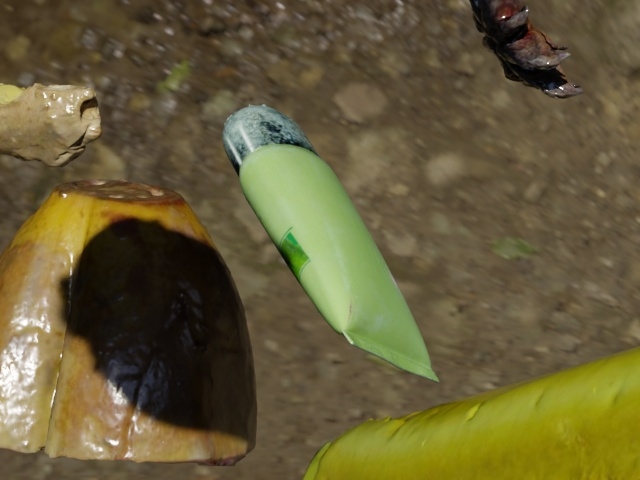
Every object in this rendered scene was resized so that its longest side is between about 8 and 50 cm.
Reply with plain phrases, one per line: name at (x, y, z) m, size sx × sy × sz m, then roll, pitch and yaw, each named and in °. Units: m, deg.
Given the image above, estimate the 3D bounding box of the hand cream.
hand cream at (0.000, 0.000, 1.000) m, size 0.046 × 0.095 × 0.175 m, roll -37°, pitch 59°, yaw 15°

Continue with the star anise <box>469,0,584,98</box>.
star anise at (0.149, -0.161, 1.444) m, size 0.042 × 0.141 × 0.141 m, roll -33°, pitch 74°, yaw -2°

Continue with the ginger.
ginger at (-0.250, -0.097, 1.459) m, size 0.173 × 0.051 × 0.069 m, roll 7°, pitch 119°, yaw 11°

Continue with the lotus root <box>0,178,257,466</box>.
lotus root at (-0.134, 0.052, 1.189) m, size 0.188 × 0.199 × 0.180 m, roll 3°, pitch 94°, yaw -12°

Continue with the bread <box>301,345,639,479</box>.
bread at (0.102, 0.133, 0.728) m, size 0.112 × 0.383 × 0.166 m, roll 24°, pitch 66°, yaw -21°
